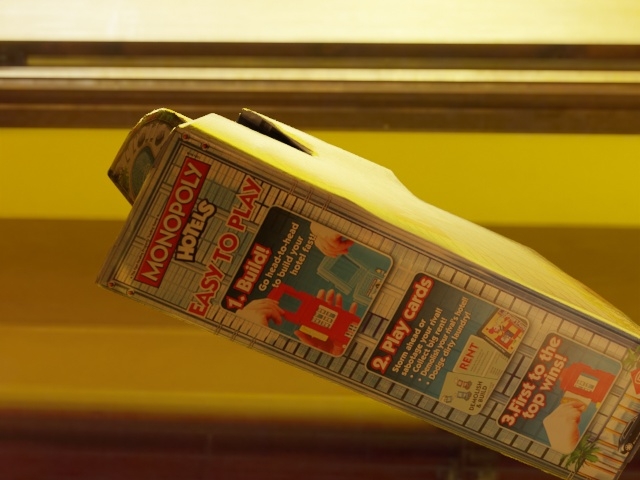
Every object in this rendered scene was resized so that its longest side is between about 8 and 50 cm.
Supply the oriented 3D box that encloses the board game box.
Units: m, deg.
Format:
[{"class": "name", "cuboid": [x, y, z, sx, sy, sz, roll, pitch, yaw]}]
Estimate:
[{"class": "board game box", "cuboid": [0.000, 0.000, 0.496, 0.060, 0.194, 0.194, -62, 33, 10]}]
